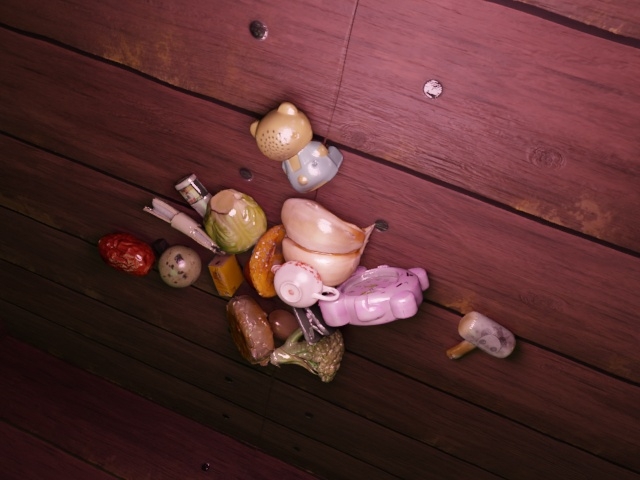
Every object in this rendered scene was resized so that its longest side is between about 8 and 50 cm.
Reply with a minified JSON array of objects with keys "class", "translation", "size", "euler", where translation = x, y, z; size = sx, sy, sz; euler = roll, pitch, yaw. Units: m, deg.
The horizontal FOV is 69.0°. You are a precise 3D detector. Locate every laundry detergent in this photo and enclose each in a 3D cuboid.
[{"class":"laundry detergent","translation":[-0.438,-0.140,1.740],"size":[0.099,0.070,0.225],"euler":[-23,118,28]}]

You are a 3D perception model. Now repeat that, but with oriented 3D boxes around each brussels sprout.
[{"class":"brussels sprout","translation":[-0.306,-0.067,1.652],"size":[0.244,0.244,0.244],"euler":[14,134,15]}]

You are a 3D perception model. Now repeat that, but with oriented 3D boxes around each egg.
[{"class":"egg","translation":[-0.595,0.116,1.972],"size":[0.177,0.177,0.228],"euler":[29,151,0]}]

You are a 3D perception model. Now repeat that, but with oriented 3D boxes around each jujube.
[{"class":"jujube","translation":[-0.855,0.061,2.053],"size":[0.251,0.174,0.174],"euler":[32,135,1]}]

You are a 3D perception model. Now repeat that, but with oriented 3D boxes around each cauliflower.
[{"class":"cauliflower","translation":[-0.034,0.438,1.954],"size":[0.281,0.260,0.326],"euler":[-1,94,23]}]

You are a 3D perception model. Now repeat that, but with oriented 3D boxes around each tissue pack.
[{"class":"tissue pack","translation":[-0.387,0.133,1.924],"size":[0.082,0.120,0.169],"euler":[8,131,22]}]

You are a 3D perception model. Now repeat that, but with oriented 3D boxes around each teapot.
[{"class":"teapot","translation":[-0.060,0.145,1.480],"size":[0.246,0.116,0.159],"euler":[22,108,9]}]

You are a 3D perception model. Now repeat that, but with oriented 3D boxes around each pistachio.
[{"class":"pistachio","translation":[-0.154,0.379,2.049],"size":[0.186,0.126,0.108],"euler":[39,177,-15]}]

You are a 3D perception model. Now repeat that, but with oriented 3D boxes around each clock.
[{"class":"clock","translation":[0.185,0.180,1.565],"size":[0.323,0.295,0.113],"euler":[-8,108,29]}]

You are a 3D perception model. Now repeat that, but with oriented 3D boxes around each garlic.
[{"class":"garlic","translation":[0.000,0.000,1.554],"size":[0.313,0.249,0.286],"euler":[18,136,-3]}]

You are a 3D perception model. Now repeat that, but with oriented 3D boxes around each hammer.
[{"class":"hammer","translation":[0.553,0.379,1.716],"size":[0.202,0.113,0.305],"euler":[33,144,-1]}]

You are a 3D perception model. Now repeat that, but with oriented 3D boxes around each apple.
[{"class":"apple","translation":[-0.220,0.117,1.815],"size":[0.156,0.147,0.158],"euler":[25,139,34]}]

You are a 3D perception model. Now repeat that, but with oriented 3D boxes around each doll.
[{"class":"doll","translation":[-0.076,-0.275,1.380],"size":[0.177,0.161,0.260],"euler":[-19,121,38]}]

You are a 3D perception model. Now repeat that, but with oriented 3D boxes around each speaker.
[{"class":"speaker","translation":[-0.669,0.077,2.066],"size":[0.046,0.040,0.191],"euler":[-3,128,31]}]

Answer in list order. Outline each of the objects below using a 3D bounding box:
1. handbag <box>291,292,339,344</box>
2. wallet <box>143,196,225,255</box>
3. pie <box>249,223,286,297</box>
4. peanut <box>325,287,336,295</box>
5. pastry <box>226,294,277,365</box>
[{"class":"handbag","translation":[-0.035,0.224,1.657],"size":[0.079,0.247,0.260],"euler":[-34,82,14]},{"class":"wallet","translation":[-0.502,-0.047,1.775],"size":[0.310,0.077,0.223],"euler":[34,172,0]},{"class":"pie","translation":[-0.169,0.069,1.656],"size":[0.069,0.273,0.273],"euler":[8,132,21]},{"class":"peanut","translation":[-0.039,0.187,1.829],"size":[0.228,0.085,0.104],"euler":[17,115,13]},{"class":"pastry","translation":[-0.307,0.378,2.026],"size":[0.330,0.137,0.329],"euler":[42,142,44]}]
